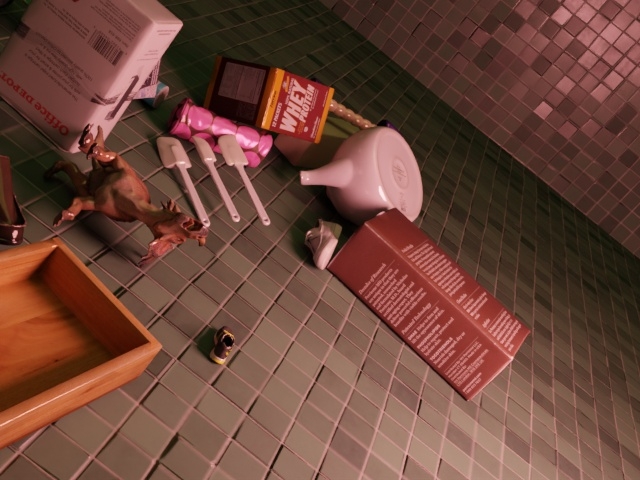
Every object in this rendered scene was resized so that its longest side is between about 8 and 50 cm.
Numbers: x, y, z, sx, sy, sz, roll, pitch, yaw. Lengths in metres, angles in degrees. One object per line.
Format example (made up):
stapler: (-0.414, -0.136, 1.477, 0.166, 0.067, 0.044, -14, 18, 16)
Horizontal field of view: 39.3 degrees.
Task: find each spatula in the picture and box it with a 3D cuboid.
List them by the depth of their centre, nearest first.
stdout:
spatula: (-0.198, -0.113, 1.671, 0.168, 0.019, 0.242, -3, 50, -32)

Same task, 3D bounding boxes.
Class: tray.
tray: (-0.371, 0.123, 0.971, 0.203, 0.076, 0.411, 44, 24, 11)

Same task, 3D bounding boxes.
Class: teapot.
teapot: (0.101, -0.125, 2.005, 0.256, 0.187, 0.252, 58, 36, -24)

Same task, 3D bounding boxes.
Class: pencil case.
pencil case: (-0.207, -0.219, 1.816, 0.209, 0.095, 0.098, 23, 27, -30)

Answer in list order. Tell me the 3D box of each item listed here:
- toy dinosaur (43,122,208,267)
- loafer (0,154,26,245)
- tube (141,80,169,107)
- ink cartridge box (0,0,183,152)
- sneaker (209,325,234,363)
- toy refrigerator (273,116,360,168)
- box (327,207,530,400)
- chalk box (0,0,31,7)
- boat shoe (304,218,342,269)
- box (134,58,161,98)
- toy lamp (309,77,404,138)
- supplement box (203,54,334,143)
toy dinosaur: (-0.299, -0.064, 1.371, 0.200, 0.127, 0.295, 32, 11, -35)
loafer: (-0.456, -0.083, 1.210, 0.080, 0.078, 0.220, 5, 40, -53)
tube: (-0.405, -0.347, 1.817, 0.207, 0.052, 0.080, 36, 20, 6)
ink cartridge box: (-0.392, -0.311, 1.481, 0.197, 0.273, 0.114, 41, 19, 4)
sneaker: (-0.138, 0.149, 1.316, 0.031, 0.035, 0.083, 34, 24, -15)
toy refrigerator: (0.014, -0.238, 2.165, 0.094, 0.102, 0.270, 50, 26, 23)
box: (0.216, 0.118, 1.774, 0.381, 0.143, 0.191, 45, 24, 9)
chalk box: (-0.635, -0.545, 1.662, 0.289, 0.179, 0.180, 35, 24, -9)
boat shoe: (0.000, 0.000, 1.764, 0.063, 0.066, 0.184, 24, 26, -1)
box: (-0.415, -0.399, 1.708, 0.142, 0.163, 0.247, -11, 51, -31)
toy lamp: (0.081, -0.291, 2.131, 0.275, 0.080, 0.080, 29, 25, -25)
supplement box: (-0.114, -0.310, 1.975, 0.194, 0.129, 0.191, 21, 8, 39)
